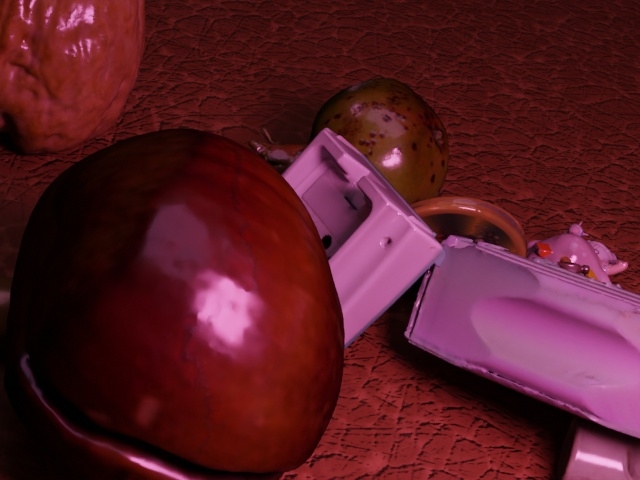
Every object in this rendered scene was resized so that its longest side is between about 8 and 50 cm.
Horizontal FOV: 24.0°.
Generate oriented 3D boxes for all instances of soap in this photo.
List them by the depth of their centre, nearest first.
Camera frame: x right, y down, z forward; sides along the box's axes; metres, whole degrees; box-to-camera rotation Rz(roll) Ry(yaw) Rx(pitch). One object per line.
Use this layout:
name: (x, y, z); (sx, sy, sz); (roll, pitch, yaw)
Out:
soap: (0.340, 0.129, 1.854); (0.446, 0.156, 0.261); (21, 7, 33)

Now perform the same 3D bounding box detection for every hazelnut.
hazelnut: (-0.152, 0.070, 1.650); (0.402, 0.402, 0.429); (7, 25, -12)

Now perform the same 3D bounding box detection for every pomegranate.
pomegranate: (0.048, -0.137, 2.214); (0.286, 0.231, 0.231); (12, 30, 18)

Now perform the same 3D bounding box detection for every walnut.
walnut: (-0.402, -0.305, 2.163); (0.306, 0.344, 0.306); (16, 23, -7)

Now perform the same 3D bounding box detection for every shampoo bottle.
shampoo bottle: (0.407, 0.286, 1.805); (0.234, 0.087, 0.118); (18, 24, 5)

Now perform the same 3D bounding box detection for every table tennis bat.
table tennis bat: (0.119, 0.019, 2.039); (0.321, 0.198, 0.050); (-5, 47, 9)

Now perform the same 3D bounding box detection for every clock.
clock: (0.000, 0.000, 1.948); (0.116, 0.231, 0.262); (40, 9, -44)

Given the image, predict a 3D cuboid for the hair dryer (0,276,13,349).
hair dryer: (-0.384, 0.147, 1.724); (0.135, 0.090, 0.279); (8, 39, -15)

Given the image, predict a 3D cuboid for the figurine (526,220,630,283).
figurine: (0.361, 0.039, 2.158); (0.137, 0.112, 0.229); (38, 25, 20)
